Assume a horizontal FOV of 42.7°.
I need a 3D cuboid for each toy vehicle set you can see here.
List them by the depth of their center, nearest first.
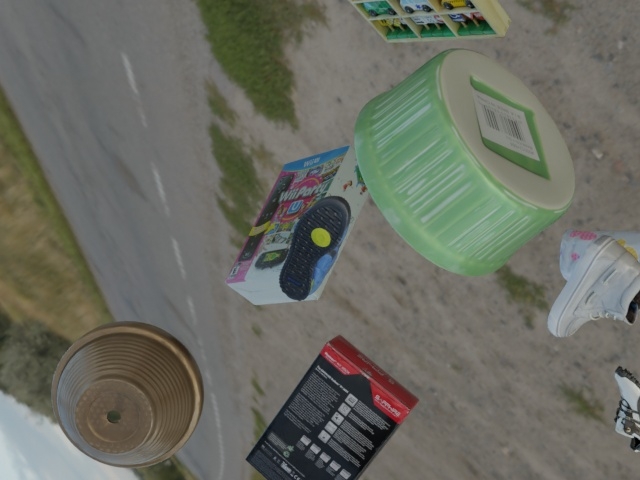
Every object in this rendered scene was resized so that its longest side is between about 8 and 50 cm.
[{"bbox_3d":[0.160,-0.390,1.333,0.166,0.035,0.266,37,165,-38],"label":"toy vehicle set"}]

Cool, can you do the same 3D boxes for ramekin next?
[{"bbox_3d":[0.208,-0.117,1.128,0.303,0.303,0.148,53,130,2],"label":"ramekin"}]

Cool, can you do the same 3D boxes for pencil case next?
[{"bbox_3d":[0.613,0.035,1.618,0.273,0.124,0.114,1,85,44],"label":"pencil case"}]

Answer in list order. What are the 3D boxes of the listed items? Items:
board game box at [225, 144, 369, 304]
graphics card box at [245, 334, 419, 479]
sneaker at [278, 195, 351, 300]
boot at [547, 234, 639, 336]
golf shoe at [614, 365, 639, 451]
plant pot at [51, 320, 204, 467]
[{"bbox_3d":[-0.038,-0.027,1.628,0.097,0.303,0.224,41,150,-28],"label":"board game box"},{"bbox_3d":[0.021,0.420,1.813,0.232,0.371,0.094,37,-160,13],"label":"graphics card box"},{"bbox_3d":[0.000,0.000,1.231,0.069,0.082,0.209,34,132,9],"label":"sneaker"},{"bbox_3d":[0.491,0.115,1.435,0.123,0.095,0.258,43,148,28],"label":"boot"},{"bbox_3d":[0.625,0.344,1.635,0.198,0.093,0.077,56,-175,-14],"label":"golf shoe"},{"bbox_3d":[-0.303,0.250,1.254,0.237,0.237,0.110,56,-176,-8],"label":"plant pot"}]
